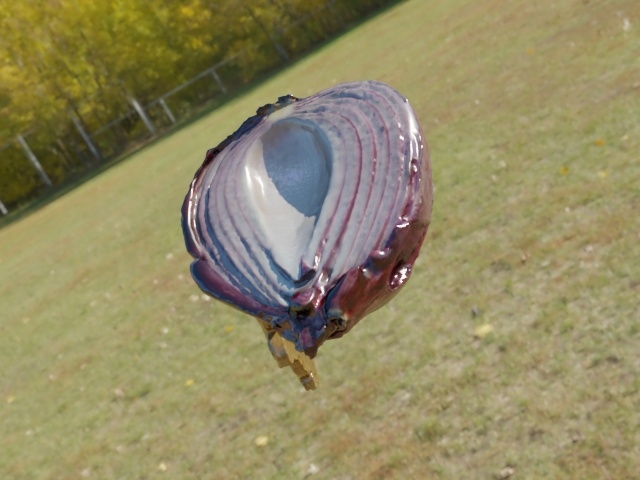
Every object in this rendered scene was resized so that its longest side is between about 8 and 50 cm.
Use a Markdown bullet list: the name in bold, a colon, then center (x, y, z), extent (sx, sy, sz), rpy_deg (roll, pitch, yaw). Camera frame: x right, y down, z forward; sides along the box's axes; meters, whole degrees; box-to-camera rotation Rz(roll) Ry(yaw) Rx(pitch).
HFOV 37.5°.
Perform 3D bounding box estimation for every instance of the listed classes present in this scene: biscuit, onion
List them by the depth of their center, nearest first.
- **onion**: center (0.000, 0.000, 0.807), extent (0.227, 0.120, 0.283), rpy_deg (-21, 45, 19)
- **biscuit**: center (-0.057, 0.063, 1.057), extent (0.035, 0.250, 0.162), rpy_deg (-19, 19, 3)
